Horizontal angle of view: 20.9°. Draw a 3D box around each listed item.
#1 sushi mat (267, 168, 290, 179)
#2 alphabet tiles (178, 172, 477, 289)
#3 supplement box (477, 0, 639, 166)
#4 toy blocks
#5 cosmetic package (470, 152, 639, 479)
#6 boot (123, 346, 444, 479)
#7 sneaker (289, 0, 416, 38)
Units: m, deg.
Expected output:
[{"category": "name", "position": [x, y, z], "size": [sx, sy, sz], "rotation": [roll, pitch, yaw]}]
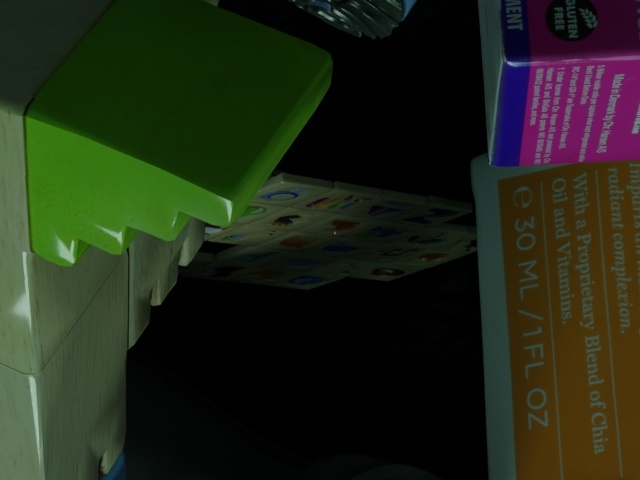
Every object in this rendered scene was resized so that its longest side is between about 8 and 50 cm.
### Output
[{"category": "sushi mat", "position": [-0.171, -0.049, 0.966], "size": [0.151, 0.019, 0.316], "rotation": [-19, 156, 40]}, {"category": "alphabet tiles", "position": [0.000, 0.000, 1.114], "size": [0.237, 0.009, 0.198], "rotation": [7, 161, -42]}, {"category": "supplement box", "position": [0.175, -0.103, 0.684], "size": [0.220, 0.111, 0.114], "rotation": [-3, 161, 2]}, {"category": "toy blocks", "position": [-0.182, -0.029, 0.505], "size": [0.381, 0.191, 0.261], "rotation": [23, 142, 11]}, {"category": "cosmetic package", "position": [0.318, 0.034, 0.930], "size": [0.453, 0.230, 0.161], "rotation": [-13, 158, 28]}, {"category": "boot", "position": [-0.098, 0.126, 1.051], "size": [0.445, 0.146, 0.367], "rotation": [34, 166, 29]}, {"category": "sneaker", "position": [0.026, -0.133, 0.631], "size": [0.083, 0.087, 0.221], "rotation": [33, 165, -23]}]
